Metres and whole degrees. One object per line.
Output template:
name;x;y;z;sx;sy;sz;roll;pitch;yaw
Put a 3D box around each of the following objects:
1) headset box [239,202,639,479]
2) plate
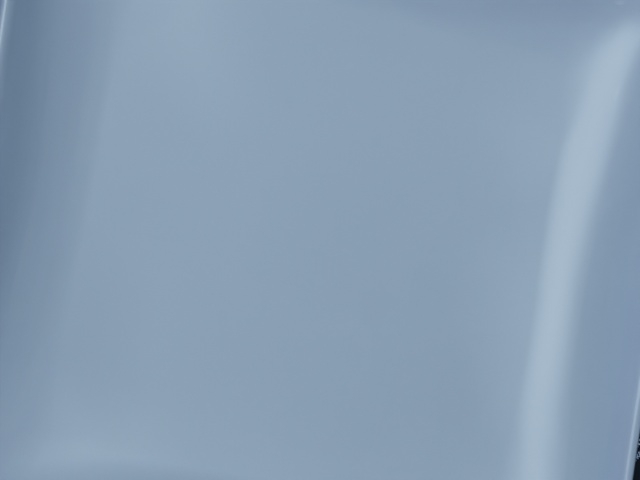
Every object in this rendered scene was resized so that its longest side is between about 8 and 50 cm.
headset box;0.103;0.007;0.755;0.293;0.110;0.218;42;80;-10
plate;0.000;0.000;0.650;0.277;0.045;0.278;10;89;-11
